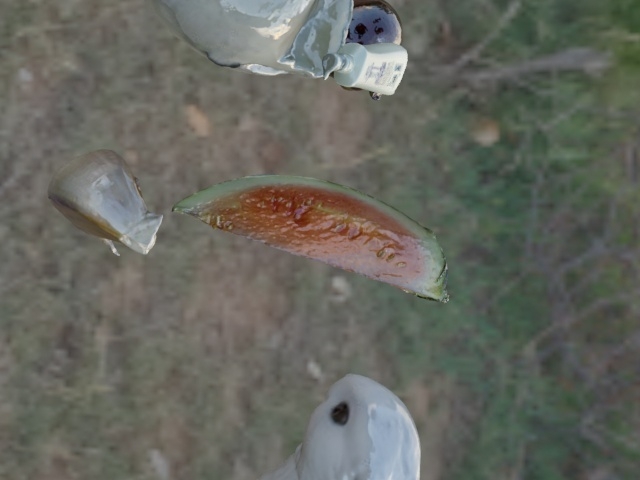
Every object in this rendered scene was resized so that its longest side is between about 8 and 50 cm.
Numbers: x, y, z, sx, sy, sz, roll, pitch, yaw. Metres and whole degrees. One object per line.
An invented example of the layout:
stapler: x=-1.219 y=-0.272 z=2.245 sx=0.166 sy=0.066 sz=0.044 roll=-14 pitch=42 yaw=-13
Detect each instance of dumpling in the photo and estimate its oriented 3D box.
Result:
dumpling: x=-0.067 y=-0.282 z=1.629 sx=0.227 sy=0.175 sz=0.243 roll=-64 pitch=154 yaw=-18

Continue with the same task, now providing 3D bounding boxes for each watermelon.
watermelon: x=0.001 y=-0.005 z=1.513 sx=0.119 sy=0.245 sz=0.063 roll=-48 pitch=157 yaw=-70

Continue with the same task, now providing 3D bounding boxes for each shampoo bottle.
shampoo bottle: x=0.039 y=-0.163 z=1.647 sx=0.141 sy=0.034 sz=0.049 roll=-4 pitch=120 yaw=-64

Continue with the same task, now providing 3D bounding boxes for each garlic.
garlic: x=-0.247 y=-0.036 z=2.003 sx=0.090 sy=0.198 sz=0.128 roll=-41 pitch=99 yaw=-20

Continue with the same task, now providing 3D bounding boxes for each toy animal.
toy animal: x=-0.017 y=0.322 z=1.943 sx=0.194 sy=0.357 sz=0.258 roll=28 pitch=27 yaw=-20

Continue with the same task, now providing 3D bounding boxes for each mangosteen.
mangosteen: x=0.048 y=-0.243 z=2.254 sx=0.140 sy=0.140 sz=0.140 roll=-1 pitch=91 yaw=-56
